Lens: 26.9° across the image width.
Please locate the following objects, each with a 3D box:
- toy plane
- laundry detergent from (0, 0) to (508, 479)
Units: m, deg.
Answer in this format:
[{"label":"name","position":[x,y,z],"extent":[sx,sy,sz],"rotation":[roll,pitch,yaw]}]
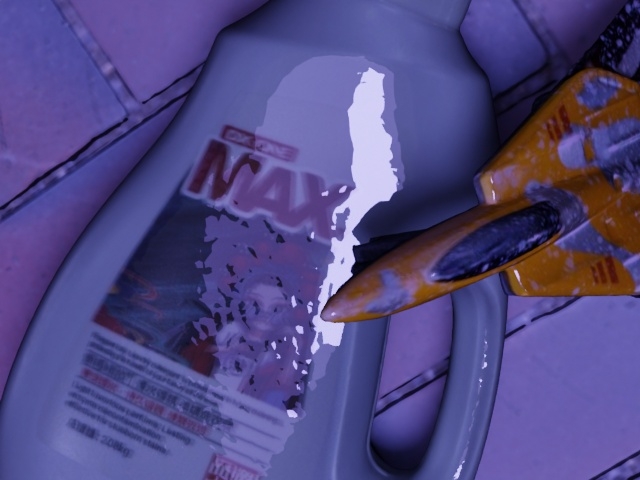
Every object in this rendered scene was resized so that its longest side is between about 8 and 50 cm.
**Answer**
[{"label":"toy plane","position":[0.112,-0.017,0.648],"extent":[0.316,0.103,0.204],"rotation":[-22,98,-29]},{"label":"laundry detergent","position":[0.000,0.000,0.733],"extent":[0.264,0.125,0.397],"rotation":[24,101,5]}]
